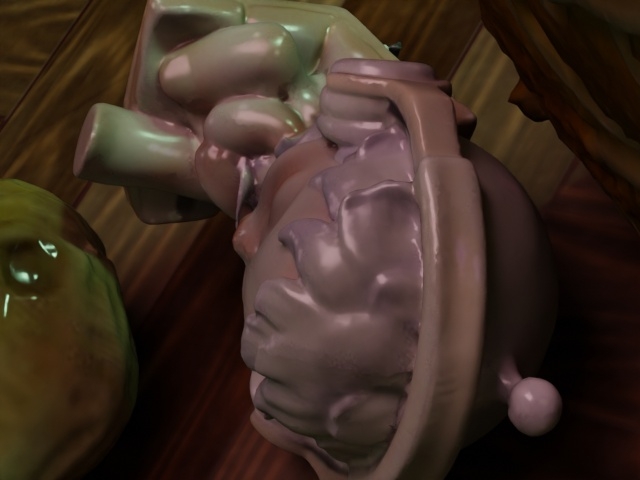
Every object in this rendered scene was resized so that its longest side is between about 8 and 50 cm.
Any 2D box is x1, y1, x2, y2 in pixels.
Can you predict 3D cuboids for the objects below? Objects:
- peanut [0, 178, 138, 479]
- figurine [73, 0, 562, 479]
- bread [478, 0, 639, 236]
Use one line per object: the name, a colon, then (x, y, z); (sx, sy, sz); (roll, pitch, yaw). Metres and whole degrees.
peanut: (-0.142, 0.082, 0.778); (0.110, 0.120, 0.236); (-42, 31, 54)
figurine: (0.004, 0.000, 0.720); (0.141, 0.162, 0.236); (-2, 37, -25)
bread: (0.188, -0.110, 0.522); (0.279, 0.371, 0.390); (-36, 39, -3)
